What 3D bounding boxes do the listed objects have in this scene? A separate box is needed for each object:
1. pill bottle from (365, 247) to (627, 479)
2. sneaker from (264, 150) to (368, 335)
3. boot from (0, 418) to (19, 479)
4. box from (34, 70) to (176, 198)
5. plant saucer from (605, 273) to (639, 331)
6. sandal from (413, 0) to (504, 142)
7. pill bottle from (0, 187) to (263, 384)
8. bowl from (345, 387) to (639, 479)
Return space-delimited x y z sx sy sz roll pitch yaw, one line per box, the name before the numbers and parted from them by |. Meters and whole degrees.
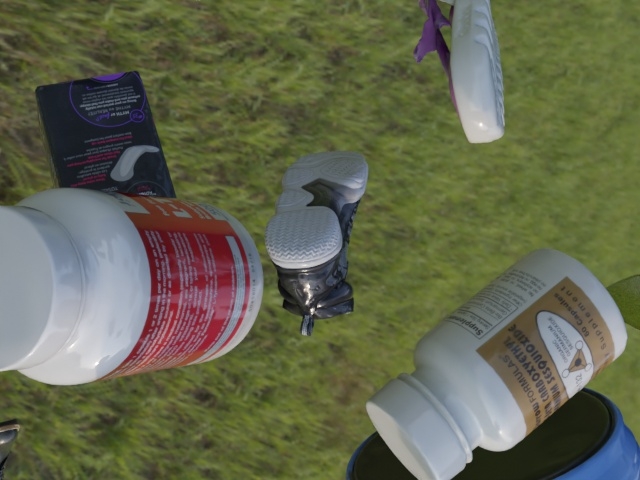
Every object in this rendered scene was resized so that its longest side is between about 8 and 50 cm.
pill bottle | 0.161 0.121 0.912 0.229 0.131 0.131 -36 144 -15
sneaker | 0.000 0.000 1.193 0.268 0.101 0.153 -67 156 -56
boot | -0.488 0.361 1.463 0.077 0.137 0.198 -5 152 -39
box | -0.328 -0.102 1.505 0.143 0.165 0.270 121 -46 -65
plant saucer | 0.401 0.081 0.977 0.189 0.188 0.045 5 106 -31
sandal | 0.158 -0.249 1.175 0.416 0.102 0.169 -75 153 -60
pill bottle | -0.257 0.054 1.184 0.408 0.229 0.228 3 102 -66
bowl | 0.216 0.292 1.284 0.391 0.391 0.077 -31 108 -56
